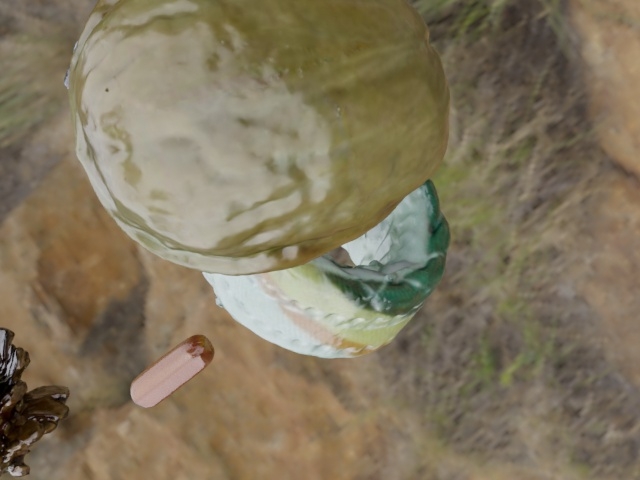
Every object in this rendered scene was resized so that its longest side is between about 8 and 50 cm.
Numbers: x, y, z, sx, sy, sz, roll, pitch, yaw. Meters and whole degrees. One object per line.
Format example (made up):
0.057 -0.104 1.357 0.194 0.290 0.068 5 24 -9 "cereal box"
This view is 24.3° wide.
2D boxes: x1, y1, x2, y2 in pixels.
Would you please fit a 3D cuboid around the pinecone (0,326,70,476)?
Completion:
-0.345 0.156 1.413 0.195 0.179 0.150 34 -152 -46 "pinecone"

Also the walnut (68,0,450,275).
-0.048 -0.106 1.104 0.283 0.283 0.227 56 173 -3 "walnut"

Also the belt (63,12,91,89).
-0.181 -0.185 1.657 0.218 0.122 0.128 37 113 23 "belt"

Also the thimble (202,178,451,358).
0.000 0.000 1.724 0.167 0.288 0.254 -50 33 45 "thimble"

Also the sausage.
-0.174 0.154 1.759 0.041 0.039 0.131 34 127 -26 "sausage"
